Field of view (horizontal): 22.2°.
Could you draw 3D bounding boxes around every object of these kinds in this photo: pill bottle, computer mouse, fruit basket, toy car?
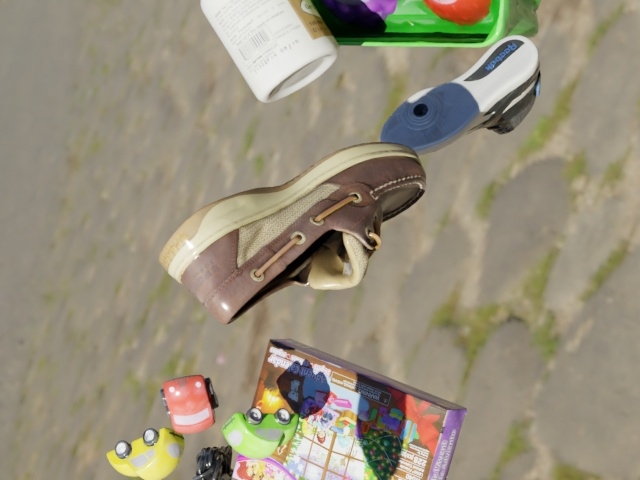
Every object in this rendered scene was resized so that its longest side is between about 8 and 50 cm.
[{"bbox_3d":[-0.085,-0.311,2.170,0.131,0.229,0.131,-32,-7,-4],"label":"pill bottle"},{"bbox_3d":[-0.132,0.331,1.663,0.184,0.060,0.262,-32,-53,-88],"label":"computer mouse"},{"bbox_3d":[0.093,-0.406,2.209,0.392,0.392,0.283,-178,94,-74],"label":"fruit basket"},{"bbox_3d":[-0.124,0.240,2.002,0.239,0.225,0.053,-49,46,47],"label":"toy car"}]

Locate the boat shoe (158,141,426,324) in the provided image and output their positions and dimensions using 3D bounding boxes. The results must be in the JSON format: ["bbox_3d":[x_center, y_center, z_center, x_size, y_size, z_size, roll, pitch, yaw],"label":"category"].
[{"bbox_3d":[0.000,0.000,1.618,0.342,0.123,0.123,-20,-26,-46],"label":"boat shoe"}]

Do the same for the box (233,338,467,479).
[{"bbox_3d":[0.034,0.268,2.148,0.293,0.057,0.201,19,97,33],"label":"box"}]

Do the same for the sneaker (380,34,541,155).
[{"bbox_3d":[0.179,-0.145,1.956,0.217,0.121,0.079,-33,62,-1],"label":"sneaker"}]
